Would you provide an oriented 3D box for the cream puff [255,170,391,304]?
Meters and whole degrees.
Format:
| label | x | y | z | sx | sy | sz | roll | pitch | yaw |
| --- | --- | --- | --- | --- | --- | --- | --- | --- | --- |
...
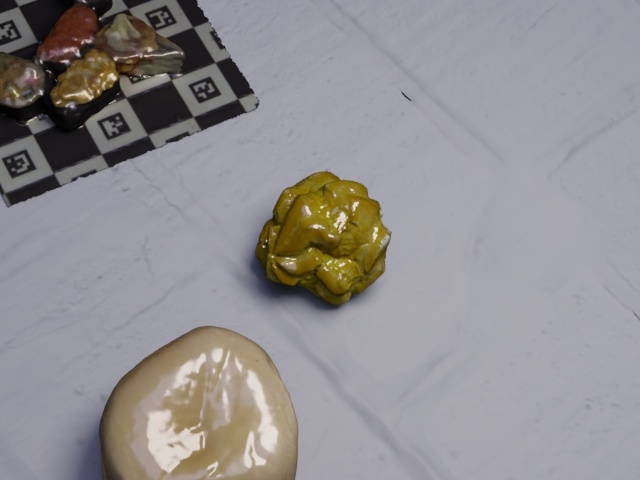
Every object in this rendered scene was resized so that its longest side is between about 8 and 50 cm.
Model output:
| label | x | y | z | sx | sy | sz | roll | pitch | yaw |
| --- | --- | --- | --- | --- | --- | --- | --- | --- | --- |
| cream puff | -0.001 | 0.001 | 1.541 | 0.156 | 0.121 | 0.156 | 3 | 68 | -7 |

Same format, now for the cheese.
| label | x | y | z | sx | sy | sz | roll | pitch | yaw |
| --- | --- | --- | --- | --- | --- | --- | --- | --- | --- |
| cheese | -0.120 | 0.205 | 1.421 | 0.218 | 0.117 | 0.235 | 31 | 66 | 8 |

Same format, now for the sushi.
| label | x | y | z | sx | sy | sz | roll | pitch | yaw |
| --- | --- | --- | --- | --- | --- | --- | --- | --- | --- |
| sushi | -0.304 | -0.258 | 1.676 | 0.343 | 0.064 | 0.359 | -24 | 67 | -18 |
